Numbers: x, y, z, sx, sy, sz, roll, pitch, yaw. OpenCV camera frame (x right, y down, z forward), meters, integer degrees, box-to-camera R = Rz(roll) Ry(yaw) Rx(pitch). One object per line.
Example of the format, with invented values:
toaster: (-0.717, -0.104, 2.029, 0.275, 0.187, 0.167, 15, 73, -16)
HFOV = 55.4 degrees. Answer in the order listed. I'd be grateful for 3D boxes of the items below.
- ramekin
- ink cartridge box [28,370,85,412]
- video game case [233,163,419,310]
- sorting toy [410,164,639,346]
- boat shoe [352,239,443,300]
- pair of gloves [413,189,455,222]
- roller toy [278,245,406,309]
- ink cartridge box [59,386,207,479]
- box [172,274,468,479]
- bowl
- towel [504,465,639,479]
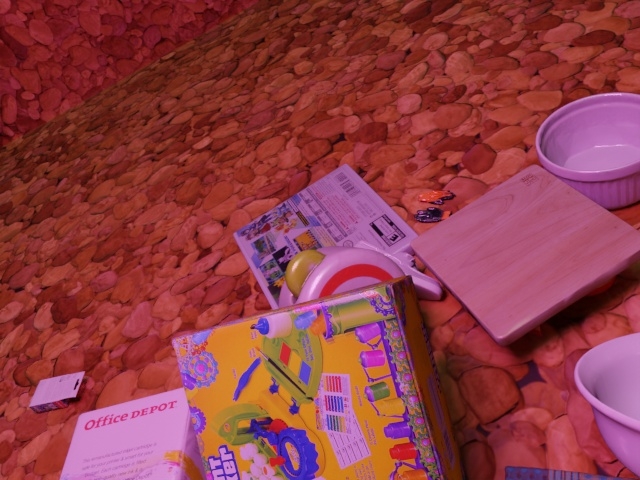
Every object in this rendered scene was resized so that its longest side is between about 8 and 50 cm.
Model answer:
ramekin: (0.480, -0.146, 1.033, 0.207, 0.109, 0.207, -17, 42, 15)
ink cartridge box: (-0.519, 0.303, 1.217, 0.115, 0.029, 0.063, -14, 41, 16)
video game case: (0.000, 0.000, 1.225, 0.300, 0.036, 0.329, -32, 40, -4)
sorting toy: (0.319, 0.031, 0.957, 0.257, 0.089, 0.255, -32, 40, -3)
boat shoe: (0.132, 0.047, 1.053, 0.184, 0.066, 0.063, 19, 68, 33)
pair of gloves: (0.221, -0.066, 1.181, 0.074, 0.010, 0.083, -3, 49, 27)
roller toy: (0.037, 0.107, 0.954, 0.191, 0.209, 0.146, -10, 5, -19)
ink cartridge box: (-0.227, 0.378, 0.829, 0.198, 0.197, 0.270, -17, 41, 15)
box: (0.008, 0.219, 0.759, 0.279, 0.289, 0.177, -15, -4, 16)
bowl: (0.427, 0.200, 0.634, 0.298, 0.134, 0.298, -8, 9, 1)
towel: (0.364, 0.373, 0.603, 0.370, 0.040, 0.271, -4, 46, 27)
